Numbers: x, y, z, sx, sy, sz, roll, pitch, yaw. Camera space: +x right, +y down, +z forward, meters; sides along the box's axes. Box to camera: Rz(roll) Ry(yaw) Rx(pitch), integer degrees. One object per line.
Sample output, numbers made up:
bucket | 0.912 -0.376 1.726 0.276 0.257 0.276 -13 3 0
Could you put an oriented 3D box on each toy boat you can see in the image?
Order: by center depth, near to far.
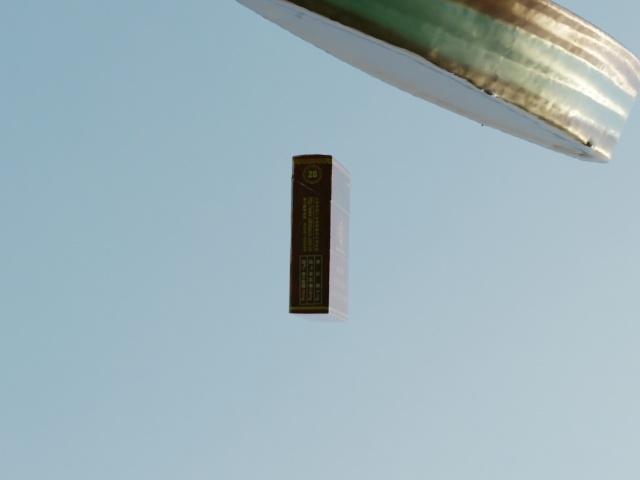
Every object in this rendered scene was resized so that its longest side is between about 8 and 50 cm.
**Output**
toy boat | 0.088 -0.130 1.005 0.392 0.136 0.079 18 -101 -43

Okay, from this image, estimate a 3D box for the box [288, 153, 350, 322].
box | 0.000 0.000 0.817 0.023 0.051 0.082 0 -98 11
